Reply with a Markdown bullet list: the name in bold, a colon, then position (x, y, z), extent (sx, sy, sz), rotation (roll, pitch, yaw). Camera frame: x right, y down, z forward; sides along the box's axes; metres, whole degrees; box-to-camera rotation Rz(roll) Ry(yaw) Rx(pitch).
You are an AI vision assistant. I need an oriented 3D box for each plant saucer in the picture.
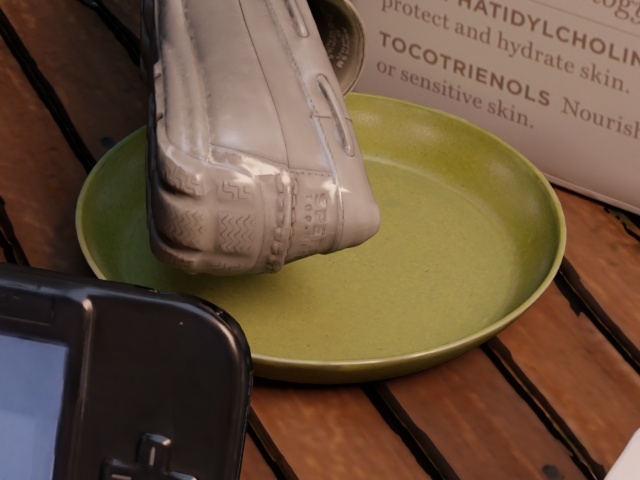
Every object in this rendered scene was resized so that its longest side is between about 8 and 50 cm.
- **plant saucer**: position (0.000, 0.000, 0.965), extent (0.241, 0.037, 0.241), rotation (1, 35, -1)

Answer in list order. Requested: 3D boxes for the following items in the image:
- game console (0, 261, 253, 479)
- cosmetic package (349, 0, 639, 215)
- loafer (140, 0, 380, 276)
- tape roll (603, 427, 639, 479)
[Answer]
- **game console**: position (-0.192, 0.132, 0.656), extent (0.293, 0.250, 0.173), rotation (9, 9, 9)
- **cosmetic package**: position (0.239, -0.252, 1.034), extent (0.327, 0.394, 0.329), rotation (23, 39, 26)
- **loafer**: position (-0.034, -0.097, 0.985), extent (0.111, 0.112, 0.319), rotation (2, 42, -9)
- **tape roll**: position (0.227, 0.164, 0.691), extent (0.286, 0.100, 0.286), rotation (3, 35, -2)
